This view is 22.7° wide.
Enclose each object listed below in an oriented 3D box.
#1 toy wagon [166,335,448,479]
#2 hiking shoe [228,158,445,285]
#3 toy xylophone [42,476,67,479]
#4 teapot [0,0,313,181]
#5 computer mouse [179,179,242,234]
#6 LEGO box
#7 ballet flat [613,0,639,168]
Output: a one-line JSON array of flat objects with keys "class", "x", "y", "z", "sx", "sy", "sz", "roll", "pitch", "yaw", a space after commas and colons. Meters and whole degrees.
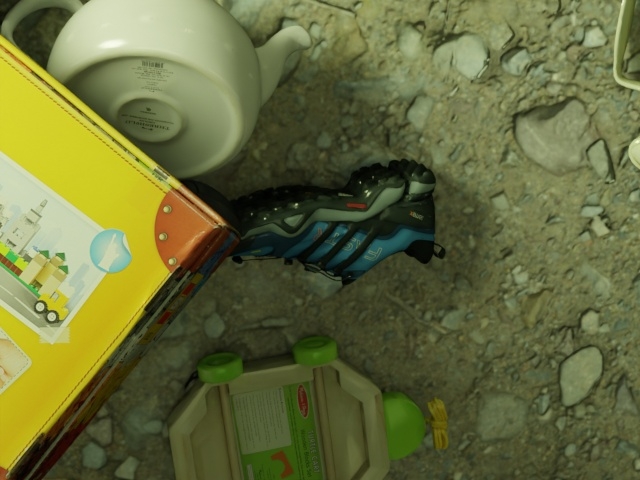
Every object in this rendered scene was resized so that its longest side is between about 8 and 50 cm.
[{"class": "toy wagon", "x": -0.012, "y": 0.252, "z": 1.987, "sx": 0.344, "sy": 0.068, "sz": 0.267, "roll": -10, "pitch": 107, "yaw": -9}, {"class": "hiking shoe", "x": 0.000, "y": 0.000, "z": 1.893, "sx": 0.304, "sy": 0.113, "sz": 0.132, "roll": -12, "pitch": 107, "yaw": -7}, {"class": "toy xylophone", "x": -0.392, "y": 0.383, "z": 1.941, "sx": 0.323, "sy": 0.081, "sz": 0.236, "roll": 3, "pitch": 105, "yaw": -12}, {"class": "teapot", "x": -0.184, "y": -0.200, "z": 1.770, "sx": 0.252, "sy": 0.187, "sz": 0.256, "roll": -25, "pitch": 134, "yaw": 30}, {"class": "computer mouse", "x": -0.204, "y": -0.034, "z": 1.811, "sx": 0.184, "sy": 0.262, "sz": 0.060, "roll": 34, "pitch": 55, "yaw": -17}, {"class": "LEGO box", "x": -0.391, "y": -0.025, "z": 1.583, "sx": 0.500, "sy": 0.193, "sz": 0.372, "roll": 40, "pitch": 88, "yaw": 3}, {"class": "ballet flat", "x": 0.448, "y": -0.188, "z": 1.924, "sx": 0.182, "sy": 0.164, "sz": 0.482, "roll": -7, "pitch": 102, "yaw": 13}]
